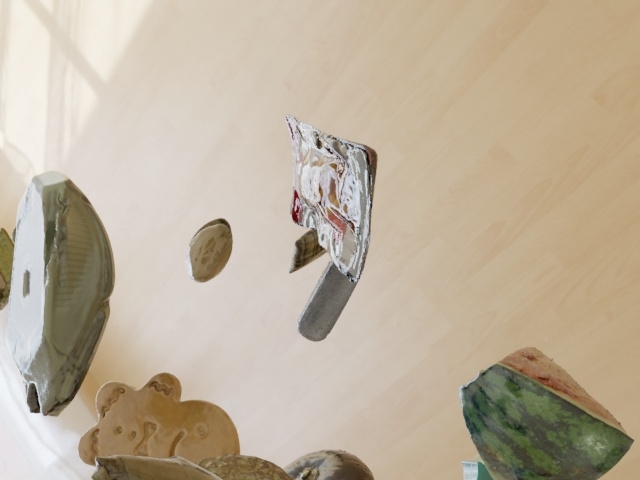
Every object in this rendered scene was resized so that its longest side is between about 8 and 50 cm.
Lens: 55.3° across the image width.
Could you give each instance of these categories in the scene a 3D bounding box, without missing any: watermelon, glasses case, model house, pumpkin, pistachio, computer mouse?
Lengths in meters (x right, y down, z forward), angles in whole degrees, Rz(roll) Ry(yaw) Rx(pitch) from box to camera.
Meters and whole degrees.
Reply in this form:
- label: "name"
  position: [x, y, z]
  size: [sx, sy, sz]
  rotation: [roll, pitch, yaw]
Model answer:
- label: "watermelon"
  position: [0.400, 0.351, 1.219]
  size: [0.283, 0.292, 0.250]
  rotation: [41, 98, 3]
- label: "glasses case"
  position: [0.024, 0.183, 1.882]
  size: [0.109, 0.067, 0.282]
  rotation: [27, 97, -15]
- label: "model house"
  position: [0.463, 0.659, 1.696]
  size: [0.127, 0.149, 0.100]
  rotation: [59, 157, 9]
- label: "pumpkin"
  position: [0.002, 0.527, 1.220]
  size: [0.233, 0.233, 0.162]
  rotation: [-8, 114, 32]
- label: "pistachio"
  position: [-0.351, 0.034, 1.932]
  size: [0.136, 0.136, 0.225]
  rotation: [36, 107, 21]
- label: "computer mouse"
  position: [-0.453, 0.089, 1.086]
  size: [0.228, 0.146, 0.428]
  rotation: [-8, 79, 44]

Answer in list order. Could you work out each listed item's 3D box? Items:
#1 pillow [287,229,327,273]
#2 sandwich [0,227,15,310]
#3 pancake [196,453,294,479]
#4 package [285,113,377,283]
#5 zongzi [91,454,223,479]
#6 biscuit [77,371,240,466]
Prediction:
- label: "pillow"
  position: [0.000, 0.000, 1.768]
  size: [0.052, 0.212, 0.208]
  rotation: [52, 158, 15]
- label: "sandwich"
  position: [-0.719, 0.096, 1.350]
  size: [0.088, 0.090, 0.244]
  rotation: [25, 110, -2]
- label: "pancake"
  position: [-0.131, 0.459, 1.071]
  size: [0.235, 0.212, 0.029]
  rotation: [22, 115, -3]
- label: "package"
  position: [0.004, -0.060, 0.741]
  size: [0.239, 0.030, 0.154]
  rotation: [-136, 43, -61]
- label: "zongzi"
  position: [-0.100, 0.332, 0.642]
  size: [0.260, 0.123, 0.289]
  rotation: [31, 153, 16]
- label: "biscuit"
  position: [-0.342, 0.425, 1.292]
  size: [0.355, 0.052, 0.275]
  rotation: [15, 75, 17]
